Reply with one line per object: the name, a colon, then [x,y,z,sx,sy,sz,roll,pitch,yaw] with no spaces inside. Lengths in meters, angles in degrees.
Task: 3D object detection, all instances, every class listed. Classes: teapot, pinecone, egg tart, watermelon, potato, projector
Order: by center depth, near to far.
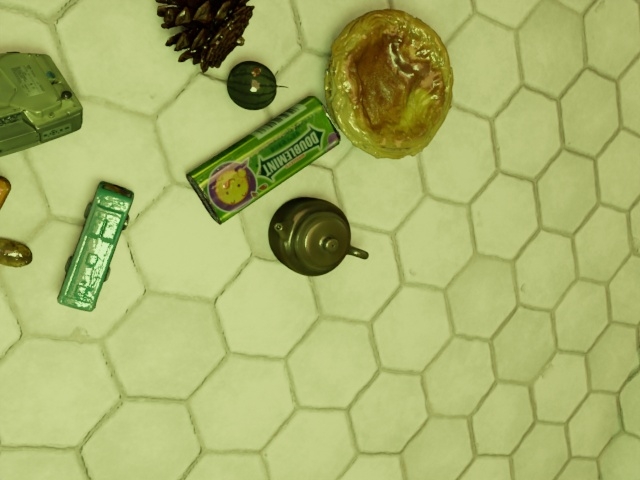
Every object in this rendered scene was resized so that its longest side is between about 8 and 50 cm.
projector: [-0.585,-0.247,1.015,0.270,0.088,0.193,-29,77,-32]
potato: [-0.609,0.026,1.132,0.083,0.040,0.051,19,87,-29]
pinecone: [-0.235,-0.446,1.148,0.208,0.208,0.207,-5,102,-25]
watermelon: [-0.135,-0.334,1.251,0.133,0.105,0.105,3,99,-6]
teapot: [0.000,0.000,1.350,0.268,0.175,0.185,17,95,-28]
egg tart: [0.154,-0.362,1.367,0.352,0.150,0.351,-2,95,-24]

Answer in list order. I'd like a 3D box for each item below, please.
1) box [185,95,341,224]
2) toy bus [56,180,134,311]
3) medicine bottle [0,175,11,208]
box: [-0.120,-0.184,1.296,0.346,0.097,0.134,-35,115,-16]
toy bus: [-0.454,0.012,1.172,0.091,0.109,0.261,18,91,-22]
medicine bottle: [-0.682,-0.039,1.044,0.150,0.112,0.222,27,87,-26]
